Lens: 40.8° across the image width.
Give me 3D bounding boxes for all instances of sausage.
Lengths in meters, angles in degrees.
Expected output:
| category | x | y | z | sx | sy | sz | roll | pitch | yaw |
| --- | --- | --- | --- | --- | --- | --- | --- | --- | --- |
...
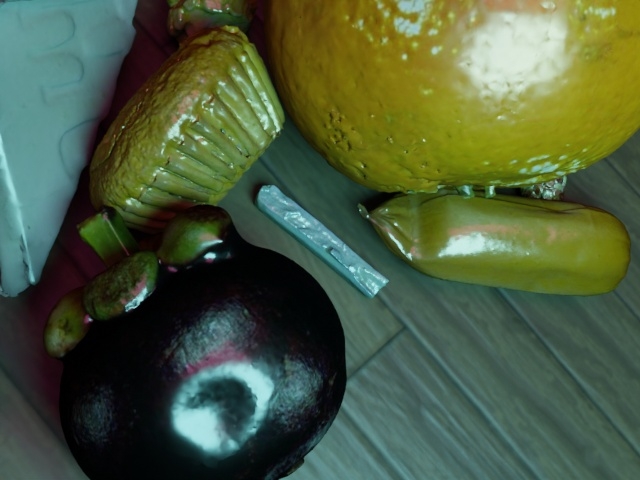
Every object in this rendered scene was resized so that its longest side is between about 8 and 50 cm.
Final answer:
| category | x | y | z | sx | sy | sz | roll | pitch | yaw |
| --- | --- | --- | --- | --- | --- | --- | --- | --- | --- |
| sausage | 0.194 | -0.002 | 0.994 | 0.328 | 0.112 | 0.112 | 7 | 73 | -11 |

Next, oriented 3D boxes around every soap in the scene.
| category | x | y | z | sx | sy | sz | roll | pitch | yaw |
| --- | --- | --- | --- | --- | --- | --- | --- | --- | --- |
| soap | -0.306 | -0.133 | 0.916 | 0.159 | 0.258 | 0.302 | 9 | 113 | 20 |

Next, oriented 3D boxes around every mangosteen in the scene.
| category | x | y | z | sx | sy | sz | roll | pitch | yaw |
| --- | --- | --- | --- | --- | --- | --- | --- | --- | --- |
| mangosteen | -0.127 | 0.099 | 0.804 | 0.275 | 0.275 | 0.302 | -36 | 92 | -20 |

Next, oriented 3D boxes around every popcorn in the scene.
| category | x | y | z | sx | sy | sz | roll | pitch | yaw |
| --- | --- | --- | --- | --- | --- | --- | --- | --- | --- |
| popcorn | -0.125 | -0.272 | 1.003 | 0.109 | 0.097 | 0.089 | -4 | 78 | -29 |

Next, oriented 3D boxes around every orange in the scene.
| category | x | y | z | sx | sy | sz | roll | pitch | yaw |
| --- | --- | --- | --- | --- | --- | --- | --- | --- | --- |
| orange | 0.155 | -0.205 | 0.878 | 0.424 | 0.424 | 0.326 | -1 | 81 | -14 |

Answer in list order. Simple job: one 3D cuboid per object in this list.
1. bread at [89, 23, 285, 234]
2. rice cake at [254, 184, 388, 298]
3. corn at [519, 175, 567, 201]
| category | x | y | z | sx | sy | sz | roll | pitch | yaw |
| --- | --- | --- | --- | --- | --- | --- | --- | --- | --- |
| bread | -0.136 | -0.106 | 0.883 | 0.139 | 0.240 | 0.240 | 38 | 69 | -12 |
| rice cake | 0.000 | 0.000 | 0.981 | 0.180 | 0.042 | 0.030 | 39 | 72 | 1 |
| corn | 0.274 | -0.153 | 1.076 | 0.079 | 0.079 | 0.237 | 7 | 75 | -11 |
